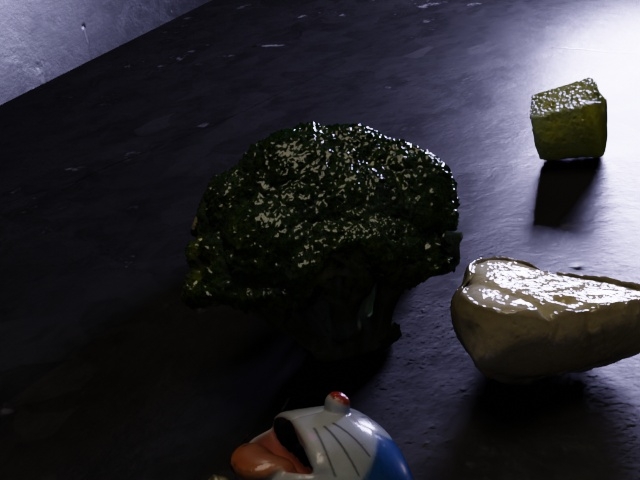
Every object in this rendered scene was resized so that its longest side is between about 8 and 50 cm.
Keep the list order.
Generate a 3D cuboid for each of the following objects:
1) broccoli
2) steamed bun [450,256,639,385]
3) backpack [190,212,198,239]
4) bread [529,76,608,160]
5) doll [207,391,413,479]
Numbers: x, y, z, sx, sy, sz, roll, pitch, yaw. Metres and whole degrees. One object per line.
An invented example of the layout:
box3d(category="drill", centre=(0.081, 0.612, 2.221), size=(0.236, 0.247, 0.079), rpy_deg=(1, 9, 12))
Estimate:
box3d(category="broccoli", centre=(0.000, 0.000, 1.175), size=(0.321, 0.284, 0.304), rpy_deg=(-11, 30, 2))
box3d(category="steamed bun", centre=(0.219, 0.094, 1.097), size=(0.212, 0.111, 0.231), rpy_deg=(-10, 16, -42))
box3d(category="backpack", centre=(-0.064, -0.043, 1.471), size=(0.229, 0.139, 0.229), rpy_deg=(-26, 22, 11))
box3d(category="bread", centre=(0.386, -0.180, 1.591), size=(0.114, 0.111, 0.129), rpy_deg=(-7, 28, 19))
box3d(category="doll", centre=(-0.048, 0.233, 0.871), size=(0.256, 0.161, 0.215), rpy_deg=(-23, 2, -17))
